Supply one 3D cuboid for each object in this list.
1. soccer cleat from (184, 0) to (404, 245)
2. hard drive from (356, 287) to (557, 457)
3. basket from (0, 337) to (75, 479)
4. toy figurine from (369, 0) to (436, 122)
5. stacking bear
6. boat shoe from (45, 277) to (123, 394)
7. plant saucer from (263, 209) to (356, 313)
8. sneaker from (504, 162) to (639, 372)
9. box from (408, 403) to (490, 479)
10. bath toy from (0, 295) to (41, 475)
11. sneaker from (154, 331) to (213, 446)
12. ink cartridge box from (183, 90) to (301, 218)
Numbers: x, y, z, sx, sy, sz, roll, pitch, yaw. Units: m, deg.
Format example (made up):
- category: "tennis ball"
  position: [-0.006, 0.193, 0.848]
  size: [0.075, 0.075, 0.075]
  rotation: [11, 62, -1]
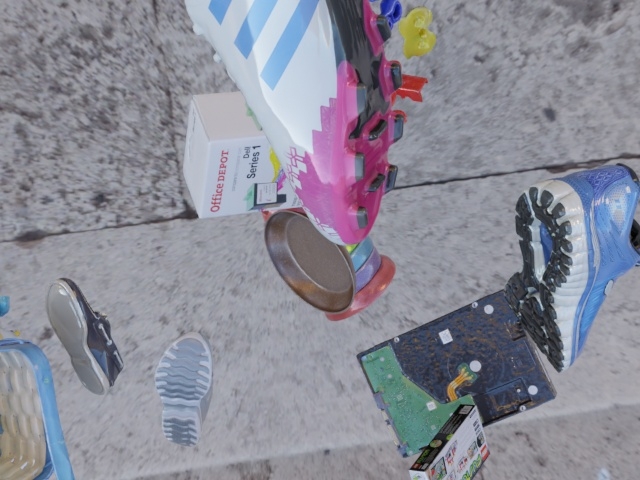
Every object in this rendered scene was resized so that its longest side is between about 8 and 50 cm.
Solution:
- category: "soccer cleat"
  position: [-0.026, -0.147, 0.639]
  size: [0.143, 0.116, 0.331]
  rotation: [8, 128, 23]
- category: "hard drive"
  position: [0.269, 0.269, 1.769]
  size: [0.339, 0.064, 0.237]
  rotation: [-27, 81, 16]
- category: "basket"
  position: [-0.443, 0.261, 1.200]
  size: [0.289, 0.201, 0.255]
  rotation: [-3, 100, 34]
- category: "toy figurine"
  position: [-0.045, -0.249, 0.884]
  size: [0.217, 0.362, 0.191]
  rotation: [15, 65, 30]
- category: "stacking bear"
  position: [0.000, 0.000, 1.744]
  size: [0.289, 0.164, 0.175]
  rotation: [47, 72, -14]
- category: "boat shoe"
  position: [-0.350, 0.134, 1.323]
  size: [0.075, 0.065, 0.206]
  rotation: [7, 124, 32]
- category: "plant saucer"
  position: [-0.010, 0.029, 1.439]
  size: [0.036, 0.198, 0.198]
  rotation: [-37, 94, -33]
- category: "sneaker"
  position: [0.310, 0.037, 1.028]
  size: [0.147, 0.330, 0.130]
  rotation: [-24, 56, -11]
- category: "box"
  position: [0.239, 0.403, 1.604]
  size: [0.036, 0.207, 0.114]
  rotation: [-3, 113, 39]
- category: "bath toy"
  position: [-0.581, 0.280, 1.626]
  size: [0.129, 0.151, 0.348]
  rotation: [-14, 73, -35]
- category: "sneaker"
  position: [-0.256, 0.266, 1.693]
  size: [0.105, 0.115, 0.281]
  rotation: [15, 129, 0]
- category: "ink cartridge box"
  position: [-0.085, -0.155, 1.532]
  size: [0.278, 0.201, 0.117]
  rotation: [-8, 54, -19]
